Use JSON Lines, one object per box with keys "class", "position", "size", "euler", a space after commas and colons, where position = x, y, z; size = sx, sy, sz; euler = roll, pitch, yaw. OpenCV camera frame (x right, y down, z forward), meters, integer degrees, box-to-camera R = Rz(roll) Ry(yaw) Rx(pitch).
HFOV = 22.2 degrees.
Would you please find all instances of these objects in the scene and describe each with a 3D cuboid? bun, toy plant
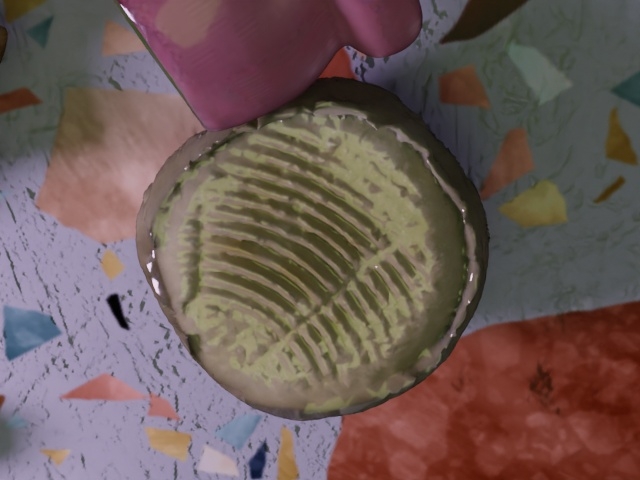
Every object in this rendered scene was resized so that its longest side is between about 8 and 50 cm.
{"class": "bun", "position": [0.000, 0.000, 1.212], "size": [0.259, 0.152, 0.259], "euler": [-1, 105, -2]}
{"class": "toy plant", "position": [0.007, -0.250, 1.067], "size": [0.356, 0.210, 0.317], "euler": [-32, 108, 5]}

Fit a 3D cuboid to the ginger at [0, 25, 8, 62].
{"class": "ginger", "position": [-0.353, -0.080, 1.220], "size": [0.218, 0.123, 0.270], "euler": [21, 116, -8]}
